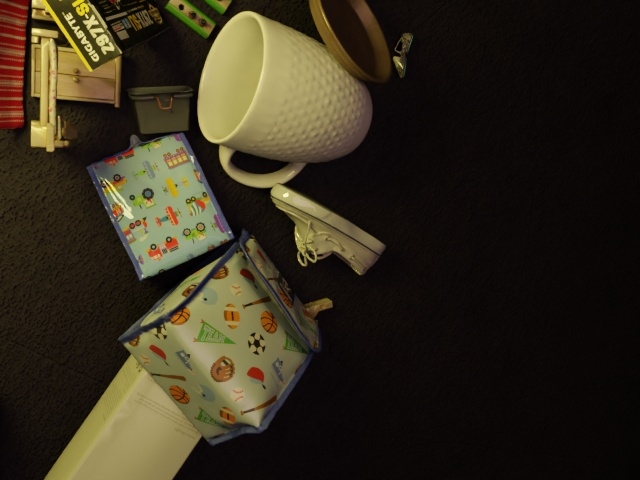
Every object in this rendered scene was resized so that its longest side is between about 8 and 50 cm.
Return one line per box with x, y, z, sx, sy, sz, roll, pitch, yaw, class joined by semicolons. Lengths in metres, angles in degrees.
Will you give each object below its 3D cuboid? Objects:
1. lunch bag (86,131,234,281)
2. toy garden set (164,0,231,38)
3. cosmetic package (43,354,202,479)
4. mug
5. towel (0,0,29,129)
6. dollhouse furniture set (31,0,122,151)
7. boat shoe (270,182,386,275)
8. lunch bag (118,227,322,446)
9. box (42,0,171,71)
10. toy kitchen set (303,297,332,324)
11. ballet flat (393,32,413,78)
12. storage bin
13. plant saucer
-0.356;-0.093;1.386;0.221;0.138;0.293;-25;100;-15;lunch bag
-0.261;-0.600;1.360;0.203;0.049;0.244;33;86;-26;toy garden set
-0.429;0.464;1.437;0.217;0.156;0.385;39;84;-25;cosmetic package
-0.084;-0.273;1.408;0.328;0.276;0.374;11;126;-37;mug
-0.606;-0.344;1.178;0.031;0.199;0.275;8;100;2;towel
-0.438;-0.324;1.162;0.173;0.355;0.303;0;102;-25;dollhouse furniture set
-0.003;-0.003;1.550;0.367;0.136;0.156;30;94;-41;boat shoe
-0.178;0.192;1.404;0.328;0.239;0.385;55;40;-12;lunch bag
-0.417;-0.473;1.170;0.079;0.322;0.257;-23;113;14;box
0.002;0.204;1.625;0.075;0.068;0.083;-15;106;-21;toy kitchen set
0.206;-0.472;1.607;0.041;0.041;0.114;10;96;-26;ballet flat
-0.342;-0.282;1.368;0.135;0.098;0.091;-10;114;-22;storage bin
0.063;-0.457;1.363;0.278;0.041;0.278;35;43;-39;plant saucer
